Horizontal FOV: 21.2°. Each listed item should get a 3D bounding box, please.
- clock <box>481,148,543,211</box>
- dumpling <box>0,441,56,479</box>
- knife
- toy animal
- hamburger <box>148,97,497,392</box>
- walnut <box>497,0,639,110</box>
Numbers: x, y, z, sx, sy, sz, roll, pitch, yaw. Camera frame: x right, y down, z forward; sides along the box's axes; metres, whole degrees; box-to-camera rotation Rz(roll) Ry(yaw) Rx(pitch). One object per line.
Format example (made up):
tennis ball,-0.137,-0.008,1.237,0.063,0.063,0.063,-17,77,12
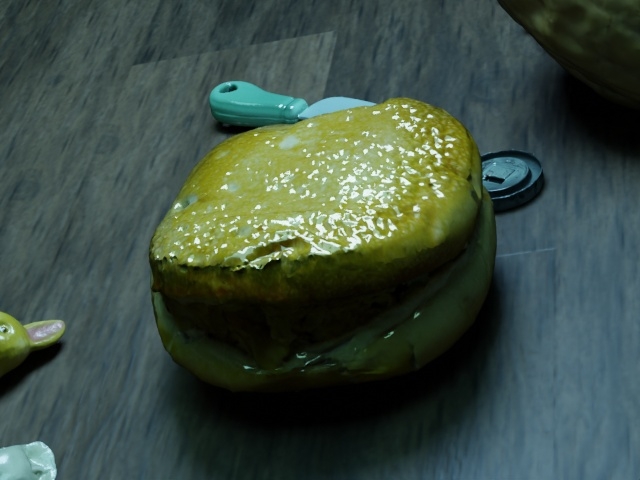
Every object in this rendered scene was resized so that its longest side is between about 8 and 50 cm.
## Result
clock,0.165,-0.056,1.580,0.085,0.017,0.085,-12,32,7
dumpling,-0.249,0.196,1.363,0.076,0.057,0.052,-14,-18,-49
knife,0.002,-0.132,1.770,0.260,0.035,0.063,10,33,26
toy animal,-0.297,0.101,1.508,0.083,0.070,0.159,16,39,44
hamburger,0.000,0.000,1.426,0.289,0.170,0.314,-2,33,16
walnut,0.315,-0.271,1.586,0.306,0.306,0.344,-36,71,-29
